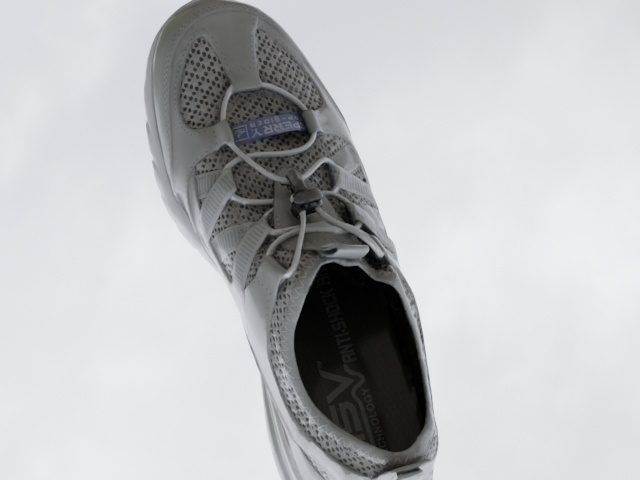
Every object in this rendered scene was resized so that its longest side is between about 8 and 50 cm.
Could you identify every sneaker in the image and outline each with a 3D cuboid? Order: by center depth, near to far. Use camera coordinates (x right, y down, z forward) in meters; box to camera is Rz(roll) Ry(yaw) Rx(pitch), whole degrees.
[{"bbox_3d":[0.000,0.000,0.800,0.105,0.115,0.281,-20,-101,-19],"label":"sneaker"}]
